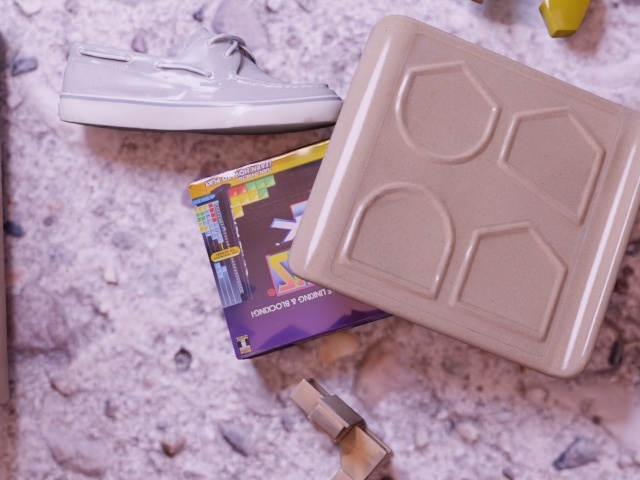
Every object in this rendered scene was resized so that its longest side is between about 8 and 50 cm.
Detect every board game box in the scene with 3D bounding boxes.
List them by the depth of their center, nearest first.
[{"bbox_3d":[0.000,0.000,1.185,0.170,0.048,0.141,-18,82,9],"label":"board game box"}]

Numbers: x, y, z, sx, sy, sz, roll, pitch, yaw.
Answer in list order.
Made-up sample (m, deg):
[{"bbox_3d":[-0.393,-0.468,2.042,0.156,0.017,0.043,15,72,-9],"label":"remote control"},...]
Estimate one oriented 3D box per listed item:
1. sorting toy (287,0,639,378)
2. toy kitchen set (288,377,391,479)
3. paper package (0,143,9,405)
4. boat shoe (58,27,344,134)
[{"bbox_3d":[0.129,-0.075,1.154,0.229,0.041,0.307,21,77,-2],"label":"sorting toy"},{"bbox_3d":[-0.004,0.156,1.166,0.083,0.068,0.075,41,94,10],"label":"toy kitchen set"},{"bbox_3d":[-0.358,-0.033,1.118,0.168,0.309,0.325,-4,85,14],"label":"paper package"},{"bbox_3d":[-0.092,-0.123,1.193,0.227,0.079,0.081,3,91,13],"label":"boat shoe"}]
